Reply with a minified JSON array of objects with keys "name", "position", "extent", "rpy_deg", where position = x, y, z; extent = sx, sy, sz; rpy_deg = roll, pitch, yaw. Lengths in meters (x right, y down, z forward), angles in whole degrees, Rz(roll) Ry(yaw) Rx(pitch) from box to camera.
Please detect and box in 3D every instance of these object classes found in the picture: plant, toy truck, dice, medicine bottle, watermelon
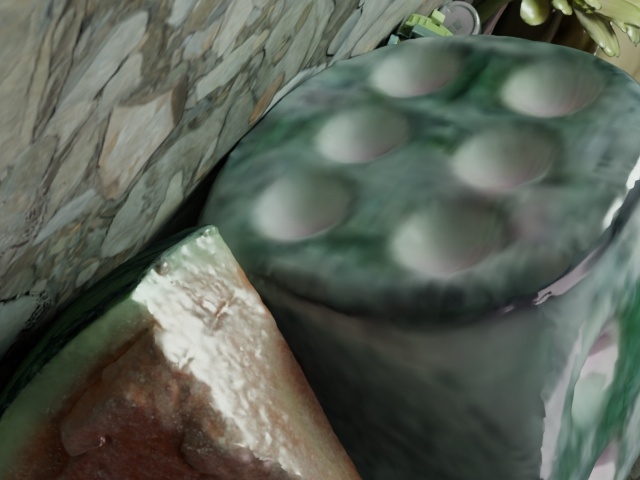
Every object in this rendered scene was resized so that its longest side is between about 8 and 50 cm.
[{"name":"plant","position":[0.324,-0.394,1.398],"extent":[0.306,0.297,0.261],"rpy_deg":[2,107,-31]},{"name":"toy truck","position":[0.094,-0.178,1.160],"extent":[0.169,0.077,0.100],"rpy_deg":[115,-1,-47]},{"name":"dice","position":[0.108,0.046,0.876],"extent":[0.328,0.330,0.348],"rpy_deg":[-51,145,-32]},{"name":"medicine bottle","position":[0.185,-0.272,1.373],"extent":[0.057,0.057,0.199],"rpy_deg":[-55,174,9]},{"name":"watermelon","position":[-0.089,0.123,0.748],"extent":[0.250,0.292,0.283],"rpy_deg":[-95,-151,-51]}]

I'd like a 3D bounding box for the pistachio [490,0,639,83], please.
[{"name":"pistachio","position":[0.388,-0.297,1.674],"extent":[0.365,0.281,0.445],"rpy_deg":[-55,150,-66]}]
